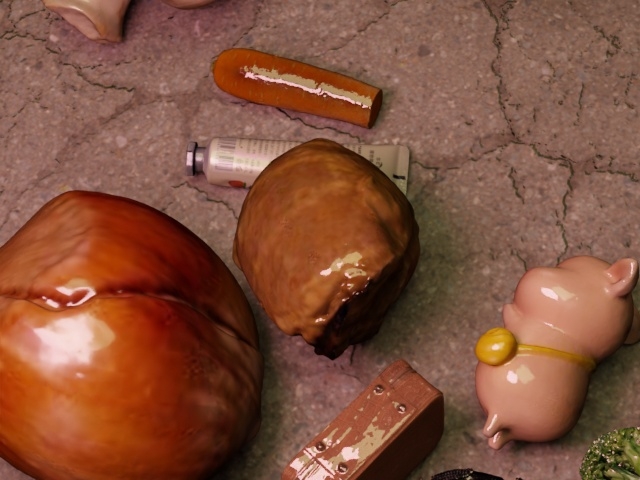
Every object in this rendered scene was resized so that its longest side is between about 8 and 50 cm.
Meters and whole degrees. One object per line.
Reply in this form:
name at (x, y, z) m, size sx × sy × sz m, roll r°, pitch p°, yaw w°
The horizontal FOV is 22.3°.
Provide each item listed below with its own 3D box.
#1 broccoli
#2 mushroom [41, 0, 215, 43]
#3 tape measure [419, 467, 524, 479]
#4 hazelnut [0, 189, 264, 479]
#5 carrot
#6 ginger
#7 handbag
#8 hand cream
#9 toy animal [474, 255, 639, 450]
broccoli at (0.363, 0.283, 1.734) m, size 0.195 × 0.156 × 0.195 m, roll 0°, pitch 96°, yaw 0°
mushroom at (-0.249, -0.403, 2.081) m, size 0.290 × 0.297 × 0.297 m, roll -43°, pitch 65°, yaw 11°
tape measure at (0.165, 0.330, 1.701) m, size 0.199 × 0.186 × 0.112 m, roll 17°, pitch 45°, yaw 13°
hazelnut at (-0.232, 0.123, 1.783) m, size 0.372 × 0.315 × 0.372 m, roll 16°, pitch 49°, yaw -19°
carrot at (-0.035, -0.197, 2.056) m, size 0.225 × 0.067 × 0.067 m, roll 15°, pitch 66°, yaw 10°
ginger at (0.002, -0.003, 1.845) m, size 0.223 × 0.269 × 0.200 m, roll 38°, pitch 101°, yaw 13°
handbag at (0.052, 0.233, 1.784) m, size 0.072 × 0.151 × 0.193 m, roll 38°, pitch 74°, yaw 24°
hand cream at (-0.029, -0.090, 2.011) m, size 0.276 × 0.059 × 0.095 m, roll 6°, pitch 63°, yaw 3°
toy animal at (0.255, 0.124, 1.818) m, size 0.149 × 0.165 × 0.248 m, roll 37°, pitch 78°, yaw 15°
